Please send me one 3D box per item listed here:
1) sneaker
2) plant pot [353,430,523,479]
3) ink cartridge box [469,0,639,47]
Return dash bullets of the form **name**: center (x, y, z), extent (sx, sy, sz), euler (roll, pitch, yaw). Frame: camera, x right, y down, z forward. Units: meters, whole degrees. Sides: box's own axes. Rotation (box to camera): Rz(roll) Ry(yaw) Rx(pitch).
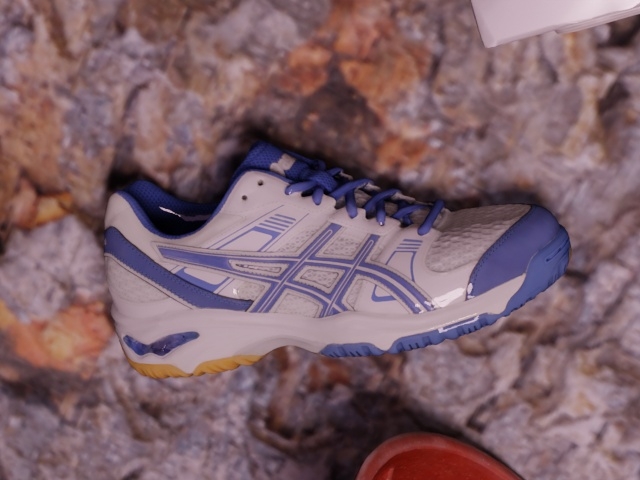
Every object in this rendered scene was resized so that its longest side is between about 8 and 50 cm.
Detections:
- **sneaker**: center (0.000, 0.000, 1.047), extent (0.296, 0.112, 0.131), euler (-10, 103, 15)
- **plant pot**: center (0.025, 0.301, 1.062), extent (0.265, 0.272, 0.272), euler (-39, 94, 28)
- **ink cartridge box**: center (0.144, -0.243, 0.914), extent (0.168, 0.171, 0.232), euler (-14, 102, 16)
